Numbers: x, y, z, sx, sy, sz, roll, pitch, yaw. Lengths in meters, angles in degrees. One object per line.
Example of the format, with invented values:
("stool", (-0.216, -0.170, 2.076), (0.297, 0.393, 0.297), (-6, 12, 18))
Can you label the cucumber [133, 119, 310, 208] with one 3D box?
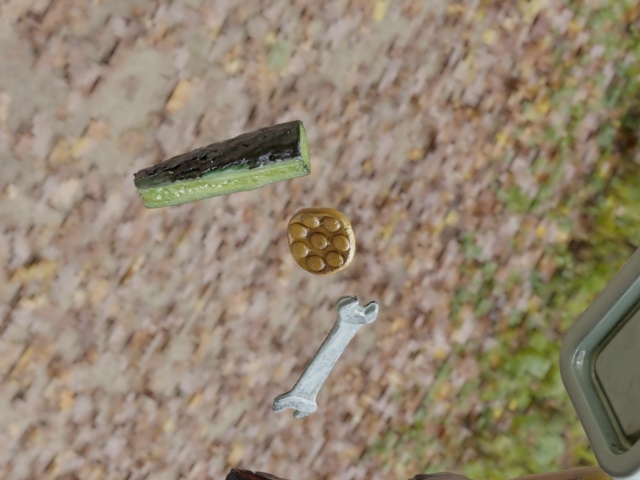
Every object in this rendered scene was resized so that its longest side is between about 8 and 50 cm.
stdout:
("cucumber", (-0.120, -0.094, 1.809), (0.078, 0.211, 0.062), (61, 19, -67))

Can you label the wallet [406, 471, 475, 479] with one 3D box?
("wallet", (0.084, 0.287, 1.463), (0.228, 0.062, 0.406), (-18, 179, -9))

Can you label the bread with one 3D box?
("bread", (0.000, 0.000, 2.181), (0.024, 0.110, 0.110), (-35, 147, -56))

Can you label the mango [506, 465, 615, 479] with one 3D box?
("mango", (0.263, 0.326, 1.698), (0.236, 0.166, 0.136), (-44, -138, 50))

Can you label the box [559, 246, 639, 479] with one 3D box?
("box", (0.382, 0.075, 1.332), (0.182, 0.175, 0.312), (13, 128, -30))

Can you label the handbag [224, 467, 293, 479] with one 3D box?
("handbag", (-0.003, 0.236, 0.851), (0.215, 0.169, 0.155), (98, 11, -46))

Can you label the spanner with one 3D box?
("spanner", (0.007, 0.168, 2.119), (0.302, 0.071, 0.017), (122, -28, -46))
